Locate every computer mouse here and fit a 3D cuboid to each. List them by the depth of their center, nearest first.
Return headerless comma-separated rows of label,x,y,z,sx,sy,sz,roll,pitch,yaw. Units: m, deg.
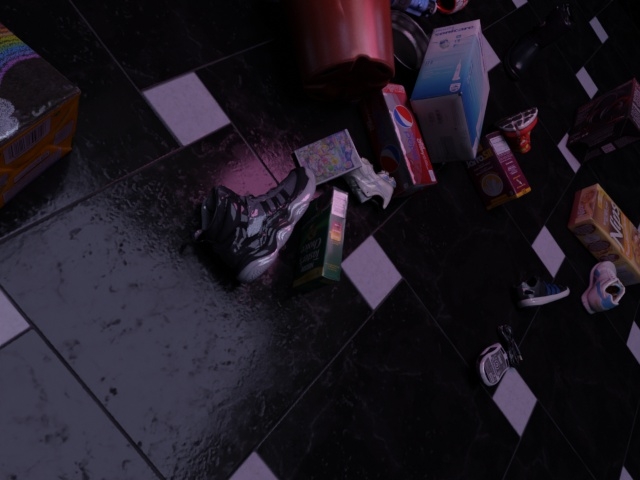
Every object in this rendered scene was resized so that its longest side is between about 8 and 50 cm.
computer mouse,0.417,0.282,1.066,0.193,0.042,0.106,-17,88,-42

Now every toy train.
toy train,0.255,-0.695,1.276,0.184,0.080,0.105,6,47,-28

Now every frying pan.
frying pan,0.267,-0.590,1.278,0.197,0.053,0.326,44,53,-12

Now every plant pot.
plant pot,0.043,-0.465,0.974,0.272,0.272,0.265,-4,84,-34

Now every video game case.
video game case,0.016,-0.173,0.944,0.122,0.011,0.087,-23,85,0

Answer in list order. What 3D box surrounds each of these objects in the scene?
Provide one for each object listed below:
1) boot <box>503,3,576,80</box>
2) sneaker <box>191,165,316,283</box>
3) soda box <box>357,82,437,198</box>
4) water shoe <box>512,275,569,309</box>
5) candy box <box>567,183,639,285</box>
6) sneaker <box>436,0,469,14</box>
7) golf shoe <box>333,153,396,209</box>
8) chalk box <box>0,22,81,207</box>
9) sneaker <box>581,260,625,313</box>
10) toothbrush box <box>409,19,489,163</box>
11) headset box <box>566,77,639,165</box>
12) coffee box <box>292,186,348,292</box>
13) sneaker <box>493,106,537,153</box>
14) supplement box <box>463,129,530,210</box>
boot,0.755,-0.687,1.534,0.094,0.207,0.246,40,57,-15
sneaker,-0.117,-0.067,0.804,0.153,0.101,0.268,39,59,-19
soda box,0.181,-0.237,1.067,0.083,0.092,0.263,-9,78,-34
water shoe,0.610,0.132,1.226,0.203,0.073,0.080,-8,75,-35
candy box,0.979,-0.016,1.509,0.316,0.087,0.183,43,55,-13
sneaker,0.368,-0.844,1.411,0.270,0.090,0.145,50,52,-11
golf shoe,0.091,-0.129,0.989,0.176,0.069,0.086,23,68,-23
chalk box,-0.493,-0.200,0.564,0.289,0.179,0.180,41,57,-13
sneaker,0.902,0.142,1.400,0.087,0.092,0.228,50,53,-6
toothbrush box,0.344,-0.380,1.150,0.216,0.126,0.295,55,47,-46
headset box,1.053,-0.440,1.631,0.110,0.218,0.293,43,56,-13
coffee box,0.000,0.000,0.851,0.040,0.113,0.184,20,65,-27
sneaker,0.578,-0.310,1.292,0.118,0.107,0.279,68,21,-6
supplement box,0.482,-0.194,1.240,0.081,0.104,0.188,-24,87,-36
